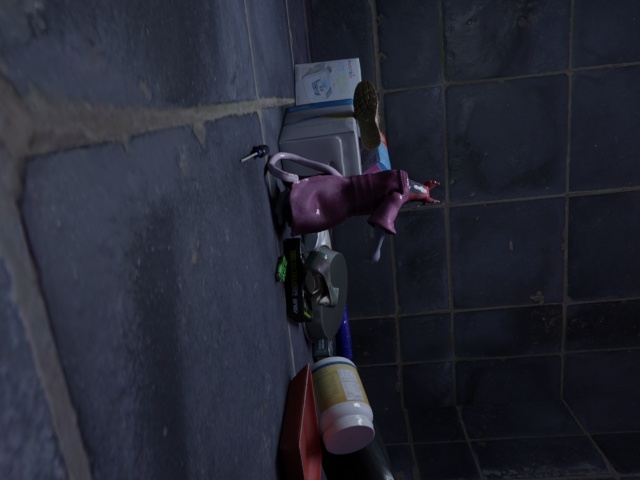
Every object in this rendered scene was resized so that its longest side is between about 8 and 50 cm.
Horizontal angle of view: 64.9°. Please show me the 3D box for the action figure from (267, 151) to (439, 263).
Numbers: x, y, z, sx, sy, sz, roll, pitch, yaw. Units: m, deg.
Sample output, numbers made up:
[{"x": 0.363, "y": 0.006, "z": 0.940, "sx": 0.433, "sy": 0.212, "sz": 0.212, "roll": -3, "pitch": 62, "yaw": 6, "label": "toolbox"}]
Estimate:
[{"x": 0.086, "y": -0.115, "z": 1.154, "sx": 0.248, "sy": 0.370, "sz": 0.276, "roll": -92, "pitch": 171, "yaw": -57, "label": "action figure"}]

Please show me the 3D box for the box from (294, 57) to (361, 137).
[{"x": 0.033, "y": -0.482, "z": 1.743, "sx": 0.127, "sy": 0.231, "sz": 0.262, "roll": 77, "pitch": 10, "yaw": -61, "label": "box"}]

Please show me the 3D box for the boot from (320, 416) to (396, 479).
[{"x": 0.059, "y": 0.671, "z": 1.257, "sx": 0.146, "sy": 0.367, "sz": 0.445, "roll": 31, "pitch": 15, "yaw": -34, "label": "boot"}]

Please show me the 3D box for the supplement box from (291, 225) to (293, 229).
[{"x": -0.050, "y": -0.060, "z": 1.366, "sx": 0.043, "sy": 0.055, "sz": 0.083, "roll": 82, "pitch": 6, "yaw": -45, "label": "supplement box"}]

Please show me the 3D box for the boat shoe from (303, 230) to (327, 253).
[{"x": -0.031, "y": -0.049, "z": 1.564, "sx": 0.076, "sy": 0.083, "sz": 0.226, "roll": 39, "pitch": 39, "yaw": -43, "label": "boat shoe"}]

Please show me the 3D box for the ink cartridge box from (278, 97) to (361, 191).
[{"x": 0.008, "y": -0.241, "z": 1.373, "sx": 0.270, "sy": 0.197, "sz": 0.198, "roll": -87, "pitch": 169, "yaw": -58, "label": "ink cartridge box"}]

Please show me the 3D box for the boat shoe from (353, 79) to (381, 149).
[{"x": 0.121, "y": -0.323, "z": 1.311, "sx": 0.060, "sy": 0.064, "sz": 0.178, "roll": -54, "pitch": 135, "yaw": -82, "label": "boat shoe"}]

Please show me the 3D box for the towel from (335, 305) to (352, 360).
[{"x": 0.051, "y": 0.291, "z": 1.920, "sx": 0.227, "sy": 0.076, "sz": 0.308, "roll": -162, "pitch": -116, "yaw": -80, "label": "towel"}]

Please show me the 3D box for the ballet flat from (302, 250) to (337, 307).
[{"x": -0.007, "y": 0.111, "z": 1.196, "sx": 0.068, "sy": 0.072, "sz": 0.213, "roll": -57, "pitch": 152, "yaw": -34, "label": "ballet flat"}]

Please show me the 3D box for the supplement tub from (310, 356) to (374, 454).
[{"x": 0.046, "y": 0.408, "z": 1.256, "sx": 0.200, "sy": 0.144, "sz": 0.144, "roll": -111, "pitch": -171, "yaw": -49, "label": "supplement tub"}]

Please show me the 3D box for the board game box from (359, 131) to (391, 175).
[{"x": 0.087, "y": -0.229, "z": 1.728, "sx": 0.064, "sy": 0.316, "sz": 0.242, "roll": 42, "pitch": 30, "yaw": -29, "label": "board game box"}]

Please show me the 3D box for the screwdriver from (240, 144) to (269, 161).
[{"x": -0.112, "y": -0.151, "z": 0.883, "sx": 0.170, "sy": 0.025, "sz": 0.024, "roll": -81, "pitch": 165, "yaw": -74, "label": "screwdriver"}]

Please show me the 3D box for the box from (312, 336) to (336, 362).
[{"x": 0.014, "y": 0.334, "z": 1.693, "sx": 0.233, "sy": 0.059, "sz": 0.183, "roll": 75, "pitch": 11, "yaw": -60, "label": "box"}]

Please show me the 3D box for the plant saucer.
[{"x": -0.038, "y": 0.432, "z": 1.038, "sx": 0.258, "sy": 0.047, "sz": 0.259, "roll": -83, "pitch": 168, "yaw": -69, "label": "plant saucer"}]

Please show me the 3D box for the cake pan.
[{"x": 0.020, "y": 0.159, "z": 1.491, "sx": 0.293, "sy": 0.054, "sz": 0.293, "roll": 5, "pitch": 90, "yaw": -71, "label": "cake pan"}]

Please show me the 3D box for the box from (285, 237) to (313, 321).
[{"x": -0.052, "y": 0.103, "z": 1.242, "sx": 0.191, "sy": 0.045, "sz": 0.184, "roll": 69, "pitch": 19, "yaw": -76, "label": "box"}]

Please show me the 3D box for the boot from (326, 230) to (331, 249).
[{"x": 0.000, "y": 0.000, "z": 1.778, "sx": 0.213, "sy": 0.077, "sz": 0.165, "roll": -97, "pitch": -179, "yaw": -74, "label": "boot"}]

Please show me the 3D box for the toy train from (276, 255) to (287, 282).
[{"x": -0.083, "y": 0.059, "z": 1.063, "sx": 0.083, "sy": 0.017, "sz": 0.024, "roll": -86, "pitch": 160, "yaw": -61, "label": "toy train"}]
